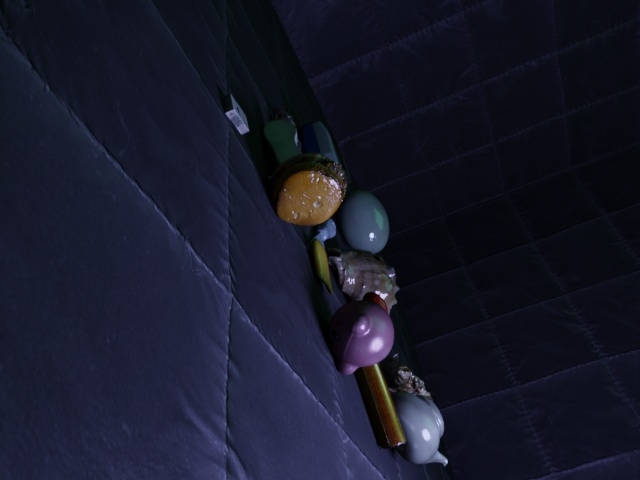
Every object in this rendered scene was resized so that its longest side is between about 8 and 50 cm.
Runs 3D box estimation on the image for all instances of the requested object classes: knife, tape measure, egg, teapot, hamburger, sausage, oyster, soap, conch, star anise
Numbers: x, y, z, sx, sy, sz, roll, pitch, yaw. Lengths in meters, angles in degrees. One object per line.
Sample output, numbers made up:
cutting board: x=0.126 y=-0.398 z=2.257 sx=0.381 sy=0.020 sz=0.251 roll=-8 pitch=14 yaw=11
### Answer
knife: x=0.001 y=0.002 z=1.699 sx=0.331 sy=0.044 sz=0.080 roll=-58 pitch=134 yaw=-70
tape measure: x=0.012 y=-0.281 z=2.031 sx=0.262 sy=0.138 sz=0.259 roll=55 pitch=18 yaw=-53
egg: x=0.176 y=-0.077 z=2.284 sx=0.282 sy=0.203 sz=0.203 roll=67 pitch=9 yaw=13
teapot: x=0.255 y=0.522 z=1.658 sx=0.318 sy=0.149 sz=0.219 roll=-138 pitch=-145 yaw=-58
hamburger: x=-0.026 y=-0.134 z=1.364 sx=0.182 sy=0.191 sz=0.118 roll=35 pitch=31 yaw=-38
sausage: x=0.138 y=0.381 z=1.531 sx=0.082 sy=0.082 sz=0.371 roll=36 pitch=33 yaw=-72
oyster: x=0.271 y=0.479 z=1.849 sx=0.201 sy=0.107 sz=0.354 roll=42 pitch=-13 yaw=32
soap: x=0.003 y=0.073 z=1.541 sx=0.089 sy=0.033 sz=0.168 roll=49 pitch=27 yaw=-54
conch: x=0.146 y=0.122 z=1.848 sx=0.324 sy=0.186 sz=0.263 roll=64 pitch=-7 yaw=-32
star anise: x=-0.095 y=-0.315 z=1.748 sx=0.208 sy=0.063 sz=0.171 roll=-101 pitch=167 yaw=-46

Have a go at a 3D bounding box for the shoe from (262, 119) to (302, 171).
shoe: x=-0.101 y=-0.230 z=1.520 sx=0.265 sy=0.095 sz=0.110 roll=-108 pitch=-168 yaw=-49

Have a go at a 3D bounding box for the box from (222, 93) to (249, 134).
box: x=-0.196 y=-0.292 z=1.284 sx=0.083 sy=0.024 sz=0.054 roll=54 pitch=20 yaw=-58

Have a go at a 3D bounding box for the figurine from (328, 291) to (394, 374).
figurine: x=0.099 y=0.234 z=1.379 sx=0.173 sy=0.173 sz=0.173 roll=-21 pitch=90 yaw=-80
